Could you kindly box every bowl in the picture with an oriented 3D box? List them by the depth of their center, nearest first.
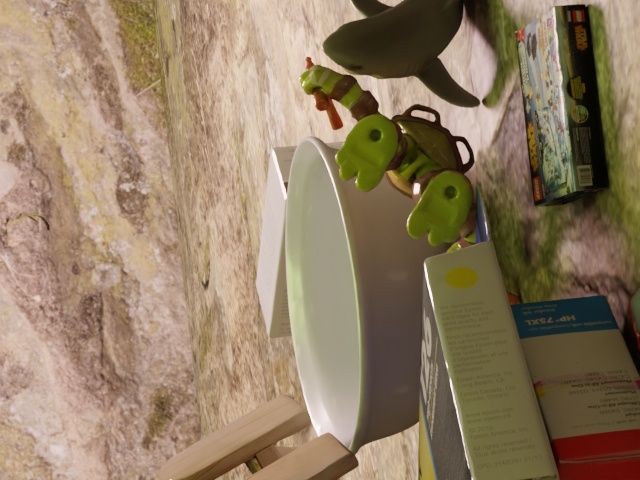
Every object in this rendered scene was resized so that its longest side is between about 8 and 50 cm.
[{"bbox_3d":[0.061,0.048,1.813,0.298,0.134,0.297,175,90,-77],"label":"bowl"}]

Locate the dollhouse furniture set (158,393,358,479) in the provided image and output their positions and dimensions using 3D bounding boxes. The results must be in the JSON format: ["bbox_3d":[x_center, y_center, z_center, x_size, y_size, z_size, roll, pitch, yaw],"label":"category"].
[{"bbox_3d":[-0.008,0.386,1.692,0.362,0.256,0.394,64,169,-17],"label":"dollhouse furniture set"}]

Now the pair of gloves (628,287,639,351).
[{"bbox_3d":[0.239,0.078,1.266,0.159,0.023,0.198,105,157,-63],"label":"pair of gloves"}]

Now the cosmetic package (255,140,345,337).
[{"bbox_3d":[0.000,0.000,2.125,0.231,0.117,0.085,99,160,-46],"label":"cosmetic package"}]

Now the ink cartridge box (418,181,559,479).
[{"bbox_3d":[0.106,0.169,1.420,0.307,0.072,0.303,-102,7,-51],"label":"ink cartridge box"}]

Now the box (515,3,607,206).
[{"bbox_3d":[0.177,-0.098,1.467,0.094,0.027,0.137,157,108,-76],"label":"box"}]

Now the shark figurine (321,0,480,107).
[{"bbox_3d":[0.097,-0.230,1.700,0.116,0.166,0.278,-48,24,40],"label":"shark figurine"}]

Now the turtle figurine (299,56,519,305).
[{"bbox_3d":[0.083,-0.049,1.564,0.269,0.087,0.217,52,-173,-3],"label":"turtle figurine"}]

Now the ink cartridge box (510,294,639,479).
[{"bbox_3d":[0.182,0.156,1.354,0.231,0.078,0.134,-102,8,-58],"label":"ink cartridge box"}]
